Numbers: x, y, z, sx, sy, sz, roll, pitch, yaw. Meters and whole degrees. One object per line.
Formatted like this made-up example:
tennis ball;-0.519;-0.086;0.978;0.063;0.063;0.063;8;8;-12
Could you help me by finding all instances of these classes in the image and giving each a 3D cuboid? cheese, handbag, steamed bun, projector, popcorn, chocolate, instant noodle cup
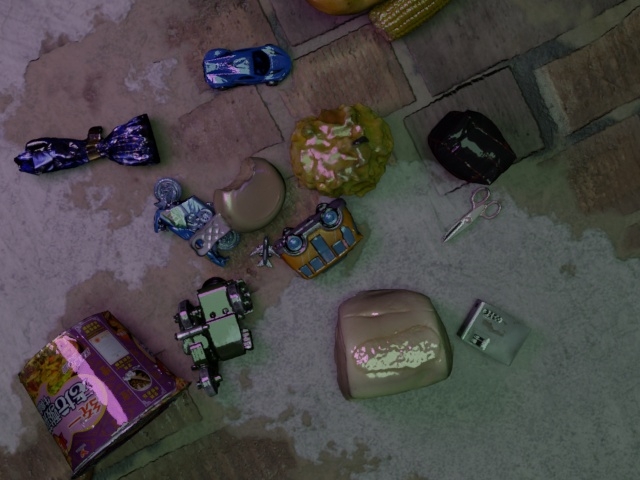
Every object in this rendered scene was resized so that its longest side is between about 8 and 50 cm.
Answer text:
cheese;-0.202;-0.072;1.649;0.286;0.082;0.163;-44;116;-27
handbag;0.359;-0.220;1.658;0.169;0.215;0.155;43;99;-9
steamed bun;0.164;0.237;1.676;0.291;0.273;0.272;-17;78;-5
projector;0.436;0.232;1.759;0.147;0.061;0.115;30;90;-4
popcorn;0.048;-0.212;1.640;0.250;0.225;0.249;0;92;3
chocolate;-0.558;-0.219;1.673;0.344;0.126;0.148;-9;54;0
instant noodle cup;-0.506;0.337;1.613;0.340;0.340;0.266;-39;84;0

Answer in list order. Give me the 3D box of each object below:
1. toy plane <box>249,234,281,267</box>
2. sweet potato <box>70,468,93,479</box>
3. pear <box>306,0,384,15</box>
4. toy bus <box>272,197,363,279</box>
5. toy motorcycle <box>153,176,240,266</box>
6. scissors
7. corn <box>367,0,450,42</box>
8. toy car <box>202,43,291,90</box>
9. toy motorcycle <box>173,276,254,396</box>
toy plane;-0.137;0.026;1.739;0.079;0.031;0.083;4;93;-3
sweet potato;-0.598;0.591;1.741;0.065;0.051;0.218;-4;94;-6
pear;0.058;-0.674;1.582;0.315;0.314;0.314;0;93;-2
toy bus;0.000;0.000;1.699;0.210;0.126;0.136;-37;102;-1
toy motorcycle;-0.316;-0.038;1.701;0.254;0.092;0.135;38;100;-13
scissors;0.375;-0.056;1.760;0.176;0.022;0.085;-41;97;-3
corn;0.268;-0.613;1.675;0.344;0.131;0.131;-41;94;2
toy car;-0.179;-0.425;1.696;0.217;0.063;0.103;-6;93;-2
toy motorcycle;-0.248;0.227;1.706;0.205;0.127;0.275;-19;87;-2
